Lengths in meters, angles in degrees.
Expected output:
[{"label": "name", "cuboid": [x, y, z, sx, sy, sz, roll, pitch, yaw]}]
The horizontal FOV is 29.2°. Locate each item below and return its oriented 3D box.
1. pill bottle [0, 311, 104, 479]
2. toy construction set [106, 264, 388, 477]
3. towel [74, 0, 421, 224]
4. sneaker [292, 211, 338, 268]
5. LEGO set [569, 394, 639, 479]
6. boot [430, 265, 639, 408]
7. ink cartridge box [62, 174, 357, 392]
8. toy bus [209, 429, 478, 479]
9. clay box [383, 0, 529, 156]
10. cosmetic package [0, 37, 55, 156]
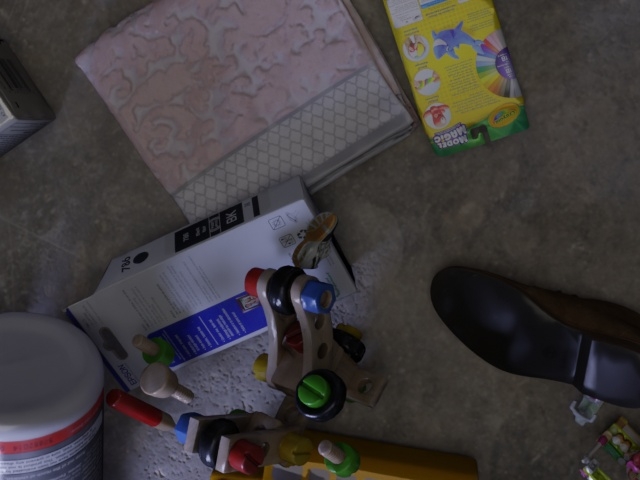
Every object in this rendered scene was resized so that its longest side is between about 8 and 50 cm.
[{"label": "pill bottle", "cuboid": [-0.369, 0.285, 1.494, 0.210, 0.210, 0.362, 10, 124, 4]}, {"label": "toy construction set", "cuboid": [-0.066, 0.190, 1.490, 0.309, 0.237, 0.257, -11, 61, 24]}, {"label": "towel", "cuboid": [-0.090, -0.191, 1.531, 0.332, 0.053, 0.317, -32, 94, 8]}, {"label": "sneaker", "cuboid": [0.000, 0.000, 1.461, 0.083, 0.037, 0.032, -53, 45, 25]}, {"label": "LEGO set", "cuboid": [0.421, 0.281, 1.473, 0.287, 0.107, 0.132, 27, 120, 26]}, {"label": "boot", "cuboid": [0.285, 0.105, 1.521, 0.305, 0.115, 0.112, 24, 123, 19]}, {"label": "ink cartridge box", "cuboid": [-0.137, 0.057, 1.531, 0.333, 0.065, 0.165, -24, 125, 7]}, {"label": "toy bus", "cuboid": [0.026, 0.322, 1.562, 0.333, 0.108, 0.130, 9, 99, 4]}, {"label": "clay box", "cuboid": [0.165, -0.224, 1.499, 0.127, 0.053, 0.222, -17, 97, 8]}, {"label": "cosmetic package", "cuboid": [-0.503, -0.124, 1.532, 0.296, 0.153, 0.129, -33, 92, 8]}]
